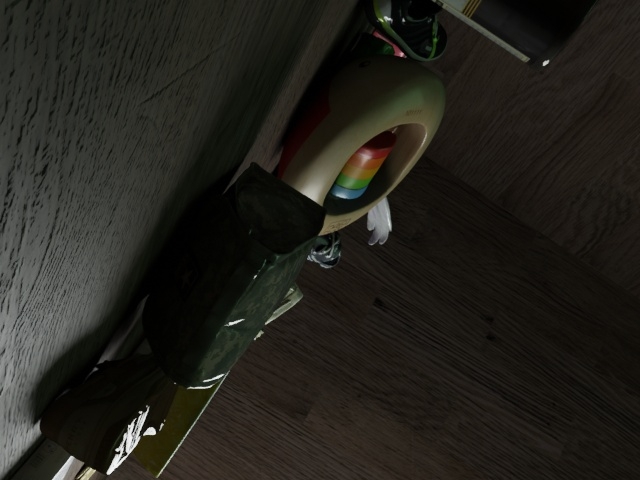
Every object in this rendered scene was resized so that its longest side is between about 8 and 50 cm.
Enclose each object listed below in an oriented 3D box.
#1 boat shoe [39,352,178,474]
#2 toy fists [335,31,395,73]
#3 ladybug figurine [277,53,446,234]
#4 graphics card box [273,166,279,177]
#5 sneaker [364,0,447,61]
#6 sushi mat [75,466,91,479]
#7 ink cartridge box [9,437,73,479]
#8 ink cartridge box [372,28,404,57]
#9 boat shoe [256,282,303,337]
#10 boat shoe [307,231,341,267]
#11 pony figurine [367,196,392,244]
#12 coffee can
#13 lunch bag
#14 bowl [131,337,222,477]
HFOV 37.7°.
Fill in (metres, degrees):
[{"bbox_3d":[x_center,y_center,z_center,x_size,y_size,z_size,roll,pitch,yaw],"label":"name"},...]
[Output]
[{"bbox_3d":[-0.263,0.202,1.261,0.341,0.110,0.122,-35,147,-81],"label":"boat shoe"},{"bbox_3d":[0.078,-0.328,1.905,0.142,0.096,0.279,-64,178,1],"label":"toy fists"},{"bbox_3d":[0.054,-0.179,1.745,0.305,0.162,0.449,-13,151,-40],"label":"ladybug figurine"},{"bbox_3d":[-0.126,-0.017,2.060,0.371,0.094,0.233,-55,180,5],"label":"graphics card box"},{"bbox_3d":[0.166,-0.361,1.551,0.234,0.097,0.084,12,73,-53],"label":"sneaker"},{"bbox_3d":[-0.449,0.439,2.168,0.316,0.019,0.151,-47,178,-21],"label":"sushi mat"},{"bbox_3d":[-0.395,0.346,1.207,0.097,0.046,0.207,-58,179,33],"label":"ink cartridge box"},{"bbox_3d":[0.149,-0.432,2.210,0.158,0.092,0.218,-56,178,-42],"label":"ink cartridge box"},{"bbox_3d":[-0.173,0.192,2.224,0.302,0.094,0.109,-41,-170,8],"label":"boat shoe"},{"bbox_3d":[0.000,0.000,2.143,0.108,0.102,0.301,-58,168,-13],"label":"boat shoe"},{"bbox_3d":[0.073,-0.207,2.358,0.363,0.302,0.351,-52,145,-38],"label":"pony figurine"},{"bbox_3d":[0.220,-0.371,1.182,0.202,0.275,0.201,-57,180,0],"label":"coffee can"},{"bbox_3d":[-0.125,0.048,1.303,0.235,0.169,0.287,-56,-175,19],"label":"lunch bag"},{"bbox_3d":[-0.267,0.253,1.653,0.289,0.156,0.289,-56,-179,1],"label":"bowl"}]
